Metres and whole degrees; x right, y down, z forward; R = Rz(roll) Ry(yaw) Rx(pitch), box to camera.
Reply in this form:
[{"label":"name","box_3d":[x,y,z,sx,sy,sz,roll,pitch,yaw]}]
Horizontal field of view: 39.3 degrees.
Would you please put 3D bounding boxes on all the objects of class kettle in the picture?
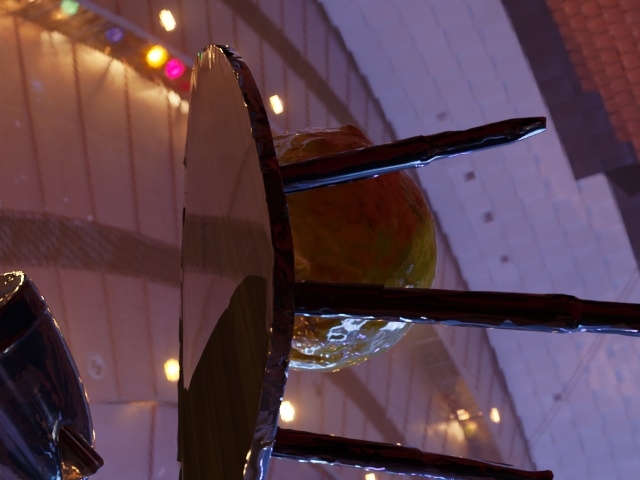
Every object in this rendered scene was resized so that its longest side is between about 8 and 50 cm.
[{"label":"kettle","box_3d":[-0.381,0.209,1.044,0.207,0.251,0.271,-98,-18,-69]}]

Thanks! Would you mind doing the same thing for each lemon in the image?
[{"label":"lemon","box_3d":[0.001,0.004,1.026,0.316,0.286,0.285,-29,-80,-56]}]

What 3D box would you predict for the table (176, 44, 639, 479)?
[{"label":"table","box_3d":[0.053,0.053,0.533,0.317,0.249,0.317,-178,90,-75]}]
